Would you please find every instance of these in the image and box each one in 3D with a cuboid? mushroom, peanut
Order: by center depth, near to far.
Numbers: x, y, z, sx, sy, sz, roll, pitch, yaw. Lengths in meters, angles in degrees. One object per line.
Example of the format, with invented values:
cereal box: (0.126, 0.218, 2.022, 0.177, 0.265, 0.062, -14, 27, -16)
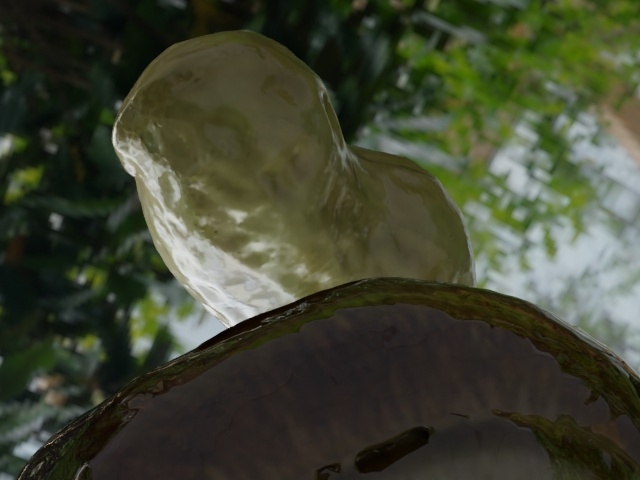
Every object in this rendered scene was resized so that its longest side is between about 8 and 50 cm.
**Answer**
mushroom: (0.045, 0.177, 0.689, 0.345, 0.345, 0.259, 0, 177, -36)
peanut: (0.000, 0.000, 1.034, 0.319, 0.147, 0.147, 55, -175, -44)
